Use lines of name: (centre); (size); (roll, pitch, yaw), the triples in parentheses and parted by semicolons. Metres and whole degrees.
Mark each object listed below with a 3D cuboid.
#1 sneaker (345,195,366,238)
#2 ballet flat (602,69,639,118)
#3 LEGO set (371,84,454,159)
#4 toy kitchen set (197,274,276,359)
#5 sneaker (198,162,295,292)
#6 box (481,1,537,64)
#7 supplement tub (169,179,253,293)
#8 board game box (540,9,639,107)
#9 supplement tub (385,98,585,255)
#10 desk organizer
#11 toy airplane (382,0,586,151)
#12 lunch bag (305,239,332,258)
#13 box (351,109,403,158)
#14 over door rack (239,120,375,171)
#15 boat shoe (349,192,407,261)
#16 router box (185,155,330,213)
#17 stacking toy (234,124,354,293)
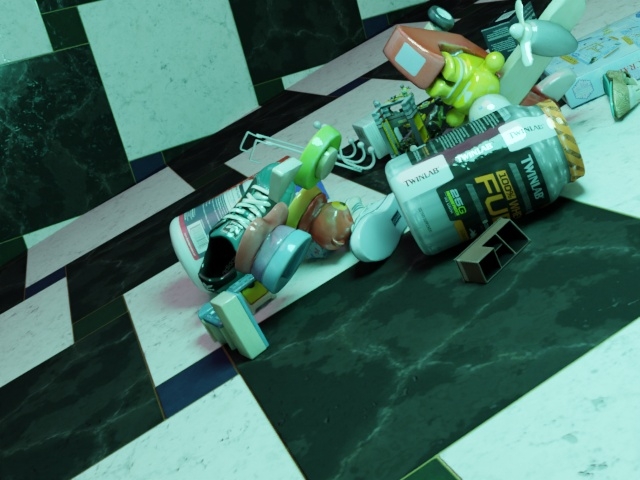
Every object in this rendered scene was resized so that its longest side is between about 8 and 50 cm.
sneaker: (0.089, -0.049, 1.768); (0.075, 0.057, 0.161); (-9, 26, 17)
ballet flat: (0.628, -0.311, 1.691); (0.067, 0.073, 0.206); (-5, 30, 17)
LEGO set: (0.283, -0.320, 1.969); (0.331, 0.192, 0.255); (-8, 28, 42)
toy kitchen set: (-0.139, 0.111, 1.555); (0.166, 0.122, 0.207); (-36, 22, -23)
sneaker: (-0.149, -0.026, 1.657); (0.302, 0.108, 0.121); (-63, -18, 0)
box: (0.540, -0.548, 2.246); (0.093, 0.158, 0.156); (-8, 28, 44)
supplement tub: (-0.180, -0.018, 1.824); (0.272, 0.191, 0.191); (-27, 20, 2)
board game box: (0.693, -0.440, 1.921); (0.318, 0.065, 0.318); (-24, 20, 12)
supplement tub: (0.291, -0.117, 1.457); (0.316, 0.193, 0.193); (-25, 20, 9)
desk organizer: (0.287, 0.016, 1.352); (0.130, 0.047, 0.050); (-39, 25, -28)
toy airplane: (0.347, -0.284, 1.631); (0.385, 0.386, 0.272); (-12, 39, 11)
lunch bag: (0.000, 0.000, 1.752); (0.071, 0.053, 0.083); (-3, 26, 44)
box: (0.154, -0.286, 2.183); (0.087, 0.102, 0.101); (-32, 20, -7)
over door rack: (-0.037, -0.257, 2.146); (0.325, 0.108, 0.239); (4, 12, -12)
boat shoe: (0.108, -0.021, 1.630); (0.084, 0.095, 0.258); (-20, 11, 33)
router box: (-0.173, -0.092, 2.156); (0.336, 0.082, 0.301); (-31, 20, -8)
stacking toy: (-0.014, -0.050, 1.545); (0.309, 0.130, 0.279); (-45, -16, -50)
